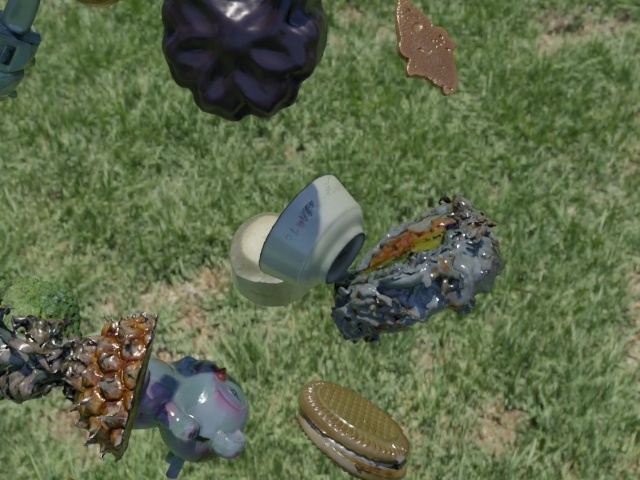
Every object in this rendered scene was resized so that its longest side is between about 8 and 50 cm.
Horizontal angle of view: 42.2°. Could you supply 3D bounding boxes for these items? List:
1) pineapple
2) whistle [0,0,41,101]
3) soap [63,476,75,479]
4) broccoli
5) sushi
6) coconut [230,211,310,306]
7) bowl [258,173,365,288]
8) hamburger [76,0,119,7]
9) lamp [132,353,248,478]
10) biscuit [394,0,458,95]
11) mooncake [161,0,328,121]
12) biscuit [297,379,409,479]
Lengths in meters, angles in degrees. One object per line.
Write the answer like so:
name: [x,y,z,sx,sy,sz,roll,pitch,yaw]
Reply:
pineapple: [-0.416,0.204,1.315,0.272,0.262,0.262,14,41,-8]
whistle: [-0.537,-0.334,1.417,0.110,0.244,0.092,18,34,-29]
soap: [-0.400,0.516,1.194,0.281,0.259,0.143,-34,3,17]
broccoli: [-0.586,0.177,1.519,0.302,0.186,0.254,-18,63,15]
sushi: [0.199,0.070,1.724,0.417,0.176,0.417,-33,9,6]
coconut: [-0.110,0.051,1.918,0.202,0.222,0.202,-1,62,2]
bowl: [0.000,0.000,1.611,0.126,0.237,0.238,37,53,17]
hamburger: [-0.447,-0.615,1.592,0.284,0.304,0.174,41,45,12]
lamp: [-0.296,0.338,1.629,0.301,0.247,0.247,22,8,-19]
biscuit: [0.238,-0.441,1.899,0.162,0.035,0.250,-26,88,-29]
mooncake: [-0.176,-0.457,1.892,0.381,0.350,0.212,-3,26,9]
biscuit: [0.064,0.370,1.612,0.259,0.079,0.259,29,10,-6]
